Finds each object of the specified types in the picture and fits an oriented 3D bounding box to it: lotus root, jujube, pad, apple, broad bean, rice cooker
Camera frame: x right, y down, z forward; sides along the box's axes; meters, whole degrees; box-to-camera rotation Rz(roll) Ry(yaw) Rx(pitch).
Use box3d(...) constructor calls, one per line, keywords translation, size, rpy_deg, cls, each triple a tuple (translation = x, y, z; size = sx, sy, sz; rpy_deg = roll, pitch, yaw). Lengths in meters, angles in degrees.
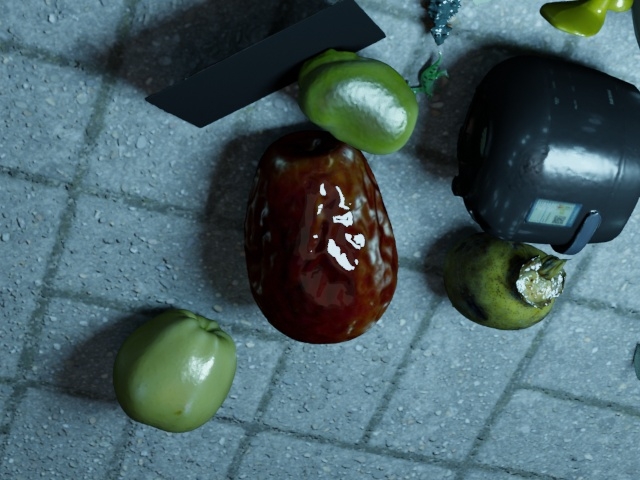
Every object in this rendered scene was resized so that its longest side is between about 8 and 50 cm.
box3d(translation=(0.277, 0.062, 1.977), size=(0.154, 0.278, 0.154), rpy_deg=(0, 91, -22), cls="lotus root")
box3d(translation=(0.000, 0.000, 1.933), size=(0.223, 0.223, 0.318), rpy_deg=(-7, 120, -1), cls="jujube")
box3d(translation=(-0.068, -0.233, 1.782), size=(0.300, 0.005, 0.202), rpy_deg=(-25, 167, 13), cls="pad")
box3d(translation=(-0.224, 0.204, 2.067), size=(0.200, 0.200, 0.200), rpy_deg=(-3, 127, -4), cls="apple")
box3d(translation=(0.049, -0.192, 1.824), size=(0.174, 0.082, 0.124), rpy_deg=(18, 109, -17), cls="broad bean")
box3d(translation=(0.312, -0.118, 1.843), size=(0.224, 0.267, 0.267), rpy_deg=(6, 126, -9), cls="rice cooker")

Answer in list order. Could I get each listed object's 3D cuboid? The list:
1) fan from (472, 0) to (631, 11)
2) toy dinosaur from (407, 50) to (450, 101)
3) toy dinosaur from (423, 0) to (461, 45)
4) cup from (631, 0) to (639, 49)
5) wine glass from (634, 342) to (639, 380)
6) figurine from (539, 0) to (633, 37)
box3d(translation=(0.403, -0.387, 1.796), size=(0.415, 0.012, 0.233), rpy_deg=(-12, 126, -1), cls="fan")
box3d(translation=(0.149, -0.232, 1.880), size=(0.062, 0.021, 0.083), rpy_deg=(-7, 130, 15), cls="toy dinosaur")
box3d(translation=(0.165, -0.330, 1.786), size=(0.049, 0.055, 0.154), rpy_deg=(0, 132, -4), cls="toy dinosaur")
box3d(translation=(0.597, -0.295, 1.695), size=(0.327, 0.323, 0.237), rpy_deg=(0, 154, -9), cls="cup")
box3d(translation=(0.609, 0.205, 2.234), size=(0.155, 0.073, 0.073), rpy_deg=(0, 127, -3), cls="wine glass")
box3d(translation=(0.319, -0.450, 1.614), size=(0.283, 0.204, 0.338), rpy_deg=(22, 128, -3), cls="figurine")
